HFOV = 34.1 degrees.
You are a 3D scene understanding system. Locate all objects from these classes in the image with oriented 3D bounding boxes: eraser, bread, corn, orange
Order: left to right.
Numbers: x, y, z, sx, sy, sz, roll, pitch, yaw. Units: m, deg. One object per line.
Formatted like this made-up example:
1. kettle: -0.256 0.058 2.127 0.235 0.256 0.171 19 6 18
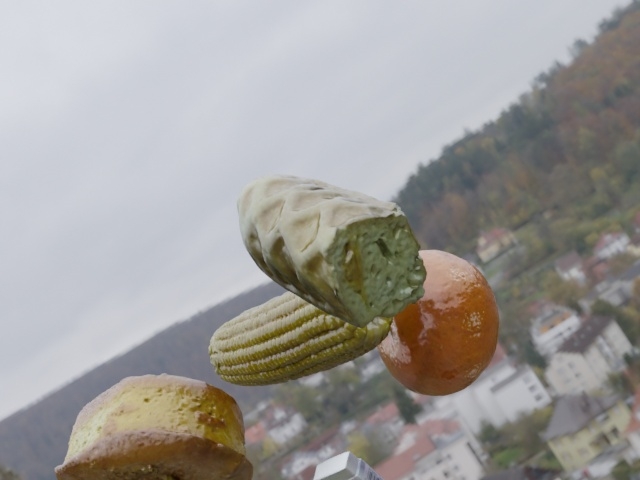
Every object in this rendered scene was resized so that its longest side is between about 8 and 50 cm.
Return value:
1. bread: -0.215 0.284 1.409 0.269 0.145 0.268 0 -33 0
2. corn: -0.038 0.136 1.499 0.131 0.131 0.344 -28 1 -41
3. bread: 0.000 0.000 1.149 0.130 0.152 0.268 -53 32 -9
4. eraser: 0.051 0.276 1.117 0.052 0.122 0.029 -31 26 33
5. orange: 0.173 0.122 1.534 0.170 0.224 0.224 -11 -12 -17
